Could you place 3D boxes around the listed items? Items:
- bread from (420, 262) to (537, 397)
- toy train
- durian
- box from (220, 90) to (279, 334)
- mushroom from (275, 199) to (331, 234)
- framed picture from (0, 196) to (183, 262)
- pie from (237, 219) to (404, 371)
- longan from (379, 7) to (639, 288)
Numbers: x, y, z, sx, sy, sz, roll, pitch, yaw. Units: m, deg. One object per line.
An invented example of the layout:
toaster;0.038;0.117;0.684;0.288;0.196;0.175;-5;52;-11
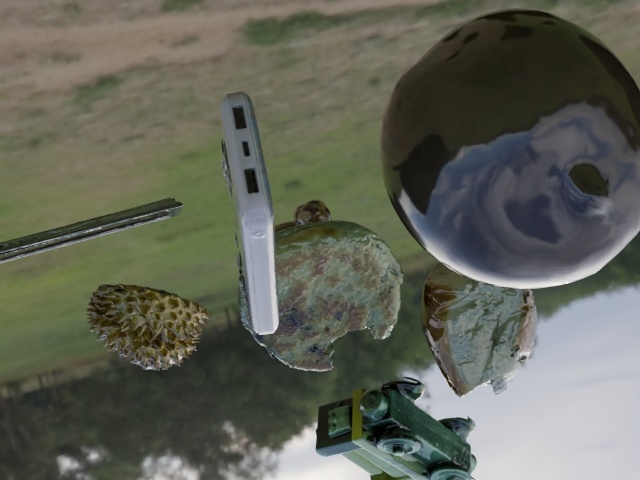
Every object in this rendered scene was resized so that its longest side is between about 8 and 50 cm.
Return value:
bread;0.311;0.158;2.173;0.225;0.279;0.250;-10;-170;8
toy train;0.166;0.434;2.391;0.253;0.160;0.397;-19;140;32
durian;-0.294;0.150;1.903;0.183;0.138;0.250;15;168;38
box;-0.070;-0.018;1.112;0.044;0.142;0.285;-8;154;-5
mushroom;0.010;0.029;2.308;0.267;0.267;0.254;-11;151;-51
framed picture;-0.297;-0.007;1.315;0.273;0.016;0.216;-15;-179;-9
pie;0.003;0.092;1.878;0.302;0.302;0.067;-14;-144;-5
longan;0.209;-0.090;1.171;0.297;0.297;0.297;-14;177;-1
